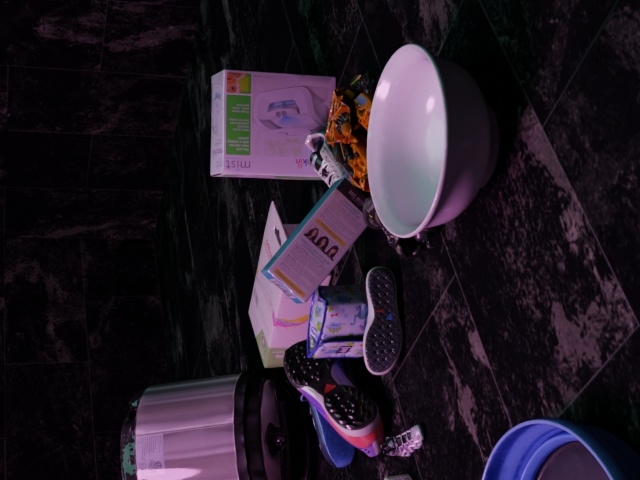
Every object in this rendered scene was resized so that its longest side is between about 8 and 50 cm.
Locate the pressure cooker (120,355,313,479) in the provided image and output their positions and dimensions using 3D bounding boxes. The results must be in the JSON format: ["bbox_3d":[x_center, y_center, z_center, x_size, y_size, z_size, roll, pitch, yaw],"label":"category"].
[{"bbox_3d":[-0.224,0.508,2.265,0.375,0.420,0.370,-81,-20,-65],"label":"pressure cooker"}]

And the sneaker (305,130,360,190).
[{"bbox_3d":[0.026,-0.146,2.013,0.237,0.086,0.085,-112,31,-45],"label":"sneaker"}]

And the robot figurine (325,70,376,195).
[{"bbox_3d":[0.082,-0.209,1.849,0.291,0.085,0.211,-124,39,-58],"label":"robot figurine"}]

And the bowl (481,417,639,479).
[{"bbox_3d":[0.317,0.417,1.179,0.391,0.077,0.391,-179,90,-71],"label":"bowl"}]

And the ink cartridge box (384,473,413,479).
[{"bbox_3d":[0.152,0.562,1.683,0.171,0.056,0.235,-133,43,-64],"label":"ink cartridge box"}]

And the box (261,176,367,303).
[{"bbox_3d":[0.000,0.000,1.859,0.244,0.100,0.060,-50,12,-15],"label":"box"}]

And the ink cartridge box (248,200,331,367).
[{"bbox_3d":[-0.070,0.101,2.228,0.207,0.119,0.353,-112,28,-49],"label":"ink cartridge box"}]

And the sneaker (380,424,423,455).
[{"bbox_3d":[0.141,0.361,1.695,0.098,0.069,0.038,113,151,-47],"label":"sneaker"}]

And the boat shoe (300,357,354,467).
[{"bbox_3d":[0.005,0.358,2.033,0.089,0.109,0.258,127,141,-65],"label":"boat shoe"}]

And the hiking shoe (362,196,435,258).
[{"bbox_3d":[0.135,-0.024,1.693,0.227,0.086,0.114,165,107,-69],"label":"hiking shoe"}]

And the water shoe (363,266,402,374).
[{"bbox_3d":[0.118,0.151,1.794,0.080,0.073,0.203,65,-152,-84],"label":"water shoe"}]

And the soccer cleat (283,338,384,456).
[{"bbox_3d":[0.024,0.314,1.918,0.318,0.108,0.116,40,157,50],"label":"soccer cleat"}]

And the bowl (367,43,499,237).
[{"bbox_3d":[0.186,-0.152,1.477,0.298,0.134,0.298,180,90,-71],"label":"bowl"}]

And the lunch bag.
[{"bbox_3d":[0.045,0.170,1.885,0.096,0.128,0.151,-118,35,-55],"label":"lunch bag"}]

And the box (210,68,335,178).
[{"bbox_3d":[-0.108,-0.254,2.132,0.127,0.262,0.231,-177,89,-70],"label":"box"}]
